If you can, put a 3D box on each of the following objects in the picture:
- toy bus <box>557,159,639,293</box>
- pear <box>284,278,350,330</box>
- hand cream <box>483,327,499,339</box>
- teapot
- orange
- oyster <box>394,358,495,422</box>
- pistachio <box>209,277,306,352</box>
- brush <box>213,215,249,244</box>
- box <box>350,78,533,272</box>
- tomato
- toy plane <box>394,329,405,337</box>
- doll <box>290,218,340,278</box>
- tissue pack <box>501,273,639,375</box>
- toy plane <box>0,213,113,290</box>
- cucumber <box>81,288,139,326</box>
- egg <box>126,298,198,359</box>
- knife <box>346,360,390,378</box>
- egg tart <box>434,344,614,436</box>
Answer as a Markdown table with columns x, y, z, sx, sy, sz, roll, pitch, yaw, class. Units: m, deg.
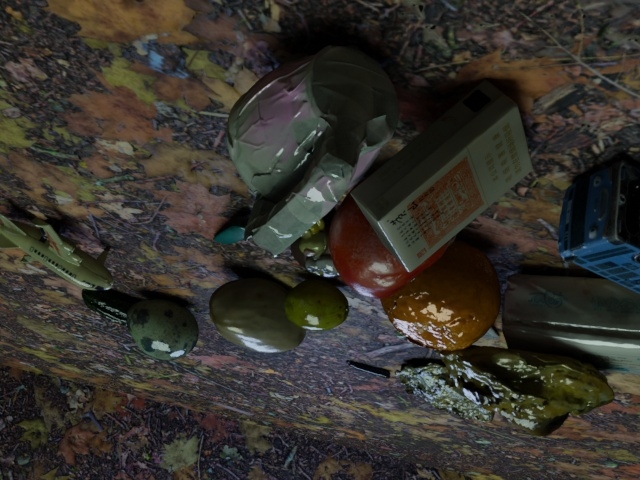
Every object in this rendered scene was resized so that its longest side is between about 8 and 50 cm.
| x | y | z | sx | sy | sz | roll | pitch | yaw | class |
| --- | --- | --- | --- | --- | --- | --- | --- | --- | --- |
| 0.416 | 0.000 | 1.000 | 0.234 | 0.116 | 0.133 | 22 | 159 | -24 | toy bus |
| -0.007 | 0.127 | 1.542 | 0.131 | 0.107 | 0.107 | -2 | 155 | 7 | pear |
| 0.259 | 0.141 | 1.489 | 0.121 | 0.076 | 0.336 | 6 | 162 | 21 | hand cream |
| -0.017 | -0.116 | 0.860 | 0.163 | 0.221 | 0.178 | 50 | 143 | -7 | teapot |
| 0.191 | 0.080 | 1.246 | 0.193 | 0.161 | 0.193 | 11 | 142 | 9 | orange |
| 0.315 | 0.368 | 1.929 | 0.259 | 0.092 | 0.198 | 24 | 151 | -16 | oyster |
| -0.128 | 0.154 | 1.627 | 0.153 | 0.138 | 0.238 | -39 | 133 | 19 | pistachio |
| -0.154 | -0.018 | 1.390 | 0.043 | 0.032 | 0.193 | 17 | 169 | -18 | brush |
| 0.145 | -0.070 | 0.906 | 0.058 | 0.201 | 0.141 | 50 | 178 | 35 | box |
| 0.094 | -0.012 | 1.090 | 0.151 | 0.187 | 0.187 | 47 | 146 | -16 | tomato |
| 0.189 | 0.192 | 1.665 | 0.080 | 0.033 | 0.083 | 31 | 158 | -37 | toy plane |
| -0.007 | 0.001 | 1.272 | 0.188 | 0.096 | 0.145 | 31 | 145 | -14 | doll |
| 0.445 | 0.141 | 1.292 | 0.271 | 0.124 | 0.201 | 3 | 155 | 21 | tissue pack |
| -0.536 | 0.023 | 1.593 | 0.256 | 0.104 | 0.242 | 22 | 153 | -19 | toy plane |
| -0.469 | 0.185 | 1.957 | 0.265 | 0.077 | 0.077 | 24 | 155 | -25 | cucumber |
| -0.380 | 0.211 | 1.884 | 0.181 | 0.141 | 0.141 | 29 | 153 | -15 | egg |
| 0.123 | 0.335 | 2.041 | 0.121 | 0.018 | 0.031 | 17 | 164 | -5 | knife |
| 0.328 | 0.249 | 1.304 | 0.297 | 0.132 | 0.297 | 15 | 166 | 4 | egg tart |
